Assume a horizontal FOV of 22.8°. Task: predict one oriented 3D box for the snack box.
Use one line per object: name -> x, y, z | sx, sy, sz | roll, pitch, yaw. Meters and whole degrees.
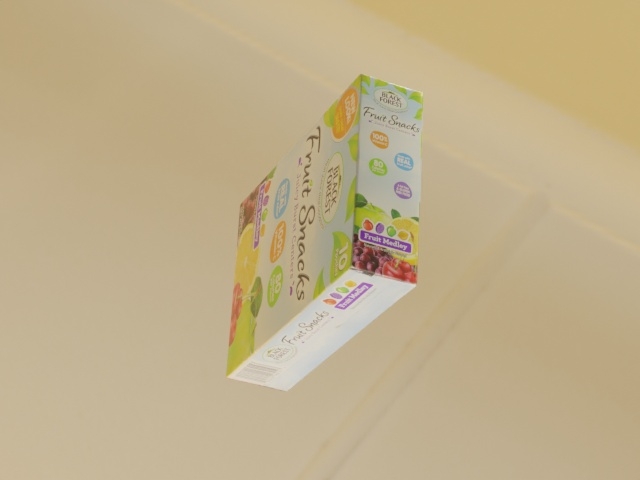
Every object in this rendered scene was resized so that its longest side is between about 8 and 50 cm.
snack box -> 0.000, 0.000, 0.748 | 0.037, 0.141, 0.100 | 14, -119, -22
